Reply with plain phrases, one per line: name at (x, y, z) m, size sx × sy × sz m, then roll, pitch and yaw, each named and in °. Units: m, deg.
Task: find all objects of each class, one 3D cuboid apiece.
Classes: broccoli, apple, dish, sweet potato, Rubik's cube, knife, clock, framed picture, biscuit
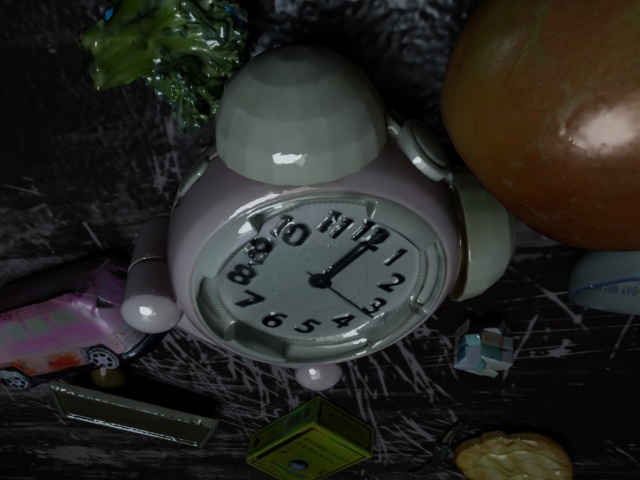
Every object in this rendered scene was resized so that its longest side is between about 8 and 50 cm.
broccoli at (-0.140, -0.181, 0.418) m, size 0.154 × 0.160 × 0.167 m, roll 40°, pitch 141°, yaw 12°
apple at (0.220, -0.104, 0.375) m, size 0.253 × 0.254 × 0.254 m, roll 5°, pitch 129°, yaw 6°
dish at (0.401, -0.002, 0.492) m, size 0.273 × 0.134 × 0.273 m, roll 5°, pitch 164°, yaw 1°
sweet potato at (-0.391, 0.265, 0.886) m, size 0.069 × 0.059 × 0.249 m, roll 36°, pitch 132°, yaw 6°
Rubik's cube at (0.231, 0.145, 0.670) m, size 0.084 × 0.075 × 0.073 m, roll 0°, pitch 147°, yaw -9°
knife at (0.228, 0.403, 0.916) m, size 0.045 × 0.021 × 0.222 m, roll 19°, pitch 130°, yaw -3°
clock at (0.000, 0.000, 0.511) m, size 0.342 × 0.184 × 0.326 m, roll 25°, pitch 131°, yaw -34°
framed picture at (-0.348, 0.333, 0.909) m, size 0.289 × 0.020 × 0.211 m, roll 18°, pitch 145°, yaw -10°
biscuit at (0.363, 0.424, 0.902) m, size 0.203 × 0.041 × 0.260 m, roll -25°, pitch 122°, yaw 23°

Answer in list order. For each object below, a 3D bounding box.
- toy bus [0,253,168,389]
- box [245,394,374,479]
toy bus at (-0.379, 0.121, 0.719) m, size 0.302 × 0.127 × 0.147 m, roll -17°, pitch 121°, yaw 22°
box at (-0.023, 0.389, 0.920) m, size 0.141 × 0.064 × 0.220 m, roll 36°, pitch 127°, yaw -20°
